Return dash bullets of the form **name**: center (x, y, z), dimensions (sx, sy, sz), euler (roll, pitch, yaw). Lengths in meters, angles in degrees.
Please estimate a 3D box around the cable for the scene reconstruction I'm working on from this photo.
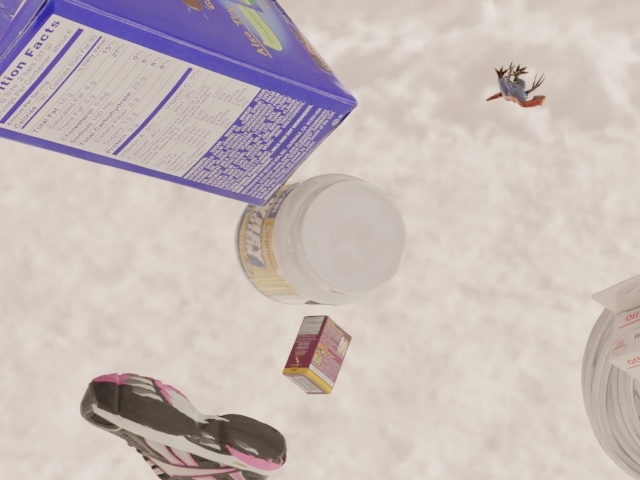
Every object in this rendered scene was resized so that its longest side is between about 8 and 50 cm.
- **cable**: center (0.410, 0.150, 1.905), dimensions (0.257, 0.257, 0.089), euler (-15, 7, -5)

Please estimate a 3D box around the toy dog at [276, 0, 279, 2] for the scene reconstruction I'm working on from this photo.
- **toy dog**: center (-0.207, -0.332, 1.835), dimensions (0.395, 0.408, 0.284), euler (-38, 33, 23)

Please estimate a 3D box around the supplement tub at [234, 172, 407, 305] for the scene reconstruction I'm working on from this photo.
- **supplement tub**: center (0.000, 0.000, 1.899), dimensions (0.144, 0.144, 0.200), euler (-25, 7, -20)

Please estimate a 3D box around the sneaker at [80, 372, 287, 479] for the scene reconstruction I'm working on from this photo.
- **sneaker**: center (-0.122, 0.177, 1.450), dimensions (0.178, 0.077, 0.072), euler (24, 26, -10)

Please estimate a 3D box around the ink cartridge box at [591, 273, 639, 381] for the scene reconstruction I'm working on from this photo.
- **ink cartridge box**: center (0.360, 0.106, 1.704), dimensions (0.104, 0.181, 0.061), euler (-29, 36, 48)

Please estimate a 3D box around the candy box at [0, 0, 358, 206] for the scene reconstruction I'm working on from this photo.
- **candy box**: center (-0.165, -0.172, 1.184), dimensions (0.122, 0.317, 0.268), euler (-48, 57, 19)

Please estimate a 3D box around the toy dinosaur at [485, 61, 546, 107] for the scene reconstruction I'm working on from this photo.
- **toy dinosaur**: center (0.219, -0.160, 1.883), dimensions (0.047, 0.090, 0.082), euler (4, 45, -12)

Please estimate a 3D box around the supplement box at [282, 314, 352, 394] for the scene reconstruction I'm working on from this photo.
- **supplement box**: center (-0.004, 0.140, 2.114), dimensions (0.043, 0.055, 0.083), euler (-5, 53, 44)
